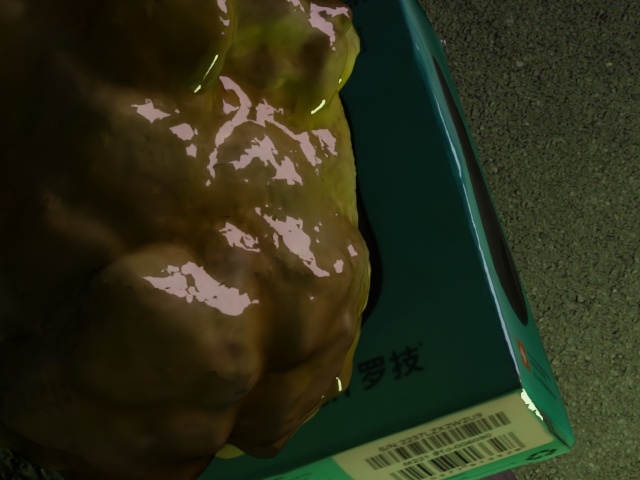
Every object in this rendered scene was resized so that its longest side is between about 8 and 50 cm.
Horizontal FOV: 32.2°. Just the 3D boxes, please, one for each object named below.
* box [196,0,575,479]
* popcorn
[{"bbox_3d":[0.000,0.000,0.654,0.118,0.205,0.311,50,24,-56],"label":"box"},{"bbox_3d":[-0.089,-0.036,0.481,0.215,0.252,0.286,-18,63,-41],"label":"popcorn"}]
